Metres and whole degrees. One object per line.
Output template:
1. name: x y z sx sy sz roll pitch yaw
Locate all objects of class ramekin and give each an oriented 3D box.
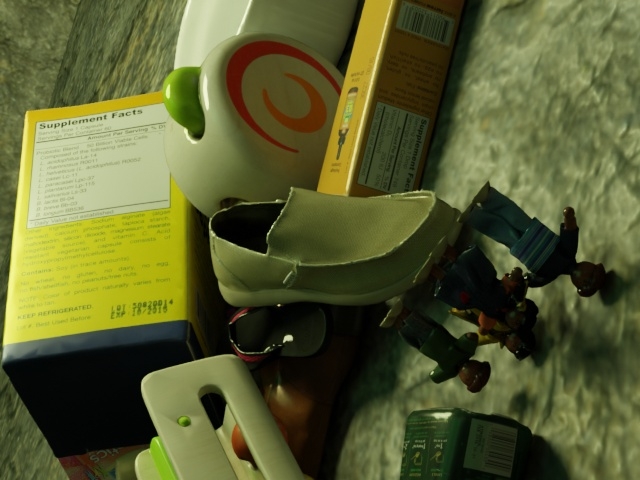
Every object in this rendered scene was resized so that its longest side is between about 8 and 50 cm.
1. ramekin: -0.063 -0.274 1.609 0.277 0.135 0.277 -48 33 46

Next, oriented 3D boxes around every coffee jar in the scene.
1. coffee jar: 0.095 0.218 0.972 0.096 0.079 0.184 -15 60 60

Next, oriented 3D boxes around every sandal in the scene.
1. sandal: -0.054 0.087 1.272 0.179 0.040 0.067 -15 71 53

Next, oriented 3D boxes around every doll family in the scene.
1. doll family: 0.129 0.041 0.988 0.076 0.111 0.193 -48 -8 -35

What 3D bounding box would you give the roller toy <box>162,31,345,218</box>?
1. roller toy: -0.061 -0.107 1.421 0.191 0.209 0.146 -39 -6 -43

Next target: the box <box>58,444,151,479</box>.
1. box: -0.239 0.153 1.635 0.300 0.154 0.142 -102 -2 -48

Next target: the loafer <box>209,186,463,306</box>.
1. loafer: 0.000 0.000 1.207 0.268 0.092 0.102 -12 37 33

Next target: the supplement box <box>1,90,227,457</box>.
1. supplement box: -0.218 0.031 1.484 0.195 0.194 0.356 77 -173 -51

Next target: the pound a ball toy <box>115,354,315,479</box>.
1. pound a ball toy: -0.075 0.255 1.220 0.208 0.136 0.319 101 148 -42

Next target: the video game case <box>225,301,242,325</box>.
1. video game case: -0.109 -0.010 1.654 0.232 0.042 0.210 -60 27 29

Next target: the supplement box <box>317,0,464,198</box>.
1. supplement box: 0.068 -0.141 1.289 0.078 0.080 0.233 4 77 68

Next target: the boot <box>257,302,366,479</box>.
1. boot: -0.050 0.158 1.371 0.264 0.096 0.280 18 97 55
